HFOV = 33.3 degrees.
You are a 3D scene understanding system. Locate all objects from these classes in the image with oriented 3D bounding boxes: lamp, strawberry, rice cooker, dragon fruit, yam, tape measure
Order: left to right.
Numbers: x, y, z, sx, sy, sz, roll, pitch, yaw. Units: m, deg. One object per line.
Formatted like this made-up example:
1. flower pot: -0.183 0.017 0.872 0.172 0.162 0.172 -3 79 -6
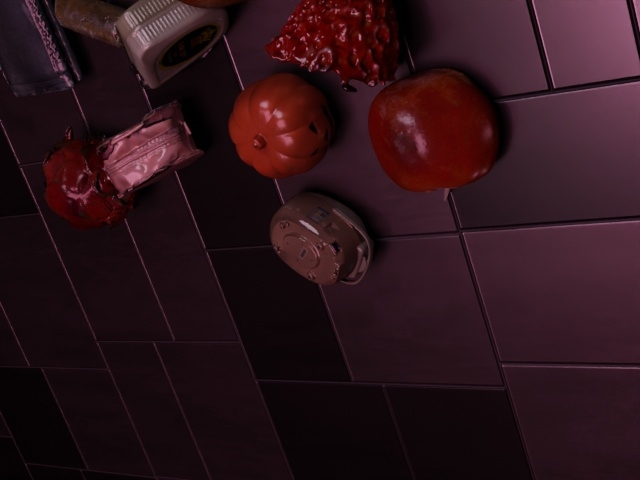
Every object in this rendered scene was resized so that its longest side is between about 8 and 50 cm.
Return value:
1. dragon fruit: -0.494 -0.121 2.255 0.274 0.193 0.192 4 146 35
2. yam: -0.436 -0.430 2.086 0.179 0.078 0.078 21 127 24
3. tape measure: -0.261 -0.383 1.925 0.115 0.207 0.235 53 172 6
4. lamp: -0.074 -0.200 1.908 0.187 0.164 0.187 16 123 25
5. rice cooker: 0.000 0.000 2.005 0.206 0.127 0.145 37 134 23
6. strawberry: 0.031 -0.347 1.729 0.234 0.234 0.178 20 106 25

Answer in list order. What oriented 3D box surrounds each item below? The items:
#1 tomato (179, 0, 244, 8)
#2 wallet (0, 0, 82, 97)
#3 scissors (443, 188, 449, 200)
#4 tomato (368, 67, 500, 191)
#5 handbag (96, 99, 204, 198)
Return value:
1. tomato: -0.168 -0.520 1.734 0.270 0.222 0.270 -3 132 -3
2. wallet: -0.627 -0.467 2.206 0.237 0.075 0.342 -1 118 43
3. scissors: 0.223 -0.122 1.845 0.058 0.014 0.119 19 123 27
4. tomato: 0.167 -0.173 1.765 0.233 0.139 0.200 -11 100 38
5. handbag: -0.336 -0.177 2.101 0.205 0.179 0.116 -28 94 13
